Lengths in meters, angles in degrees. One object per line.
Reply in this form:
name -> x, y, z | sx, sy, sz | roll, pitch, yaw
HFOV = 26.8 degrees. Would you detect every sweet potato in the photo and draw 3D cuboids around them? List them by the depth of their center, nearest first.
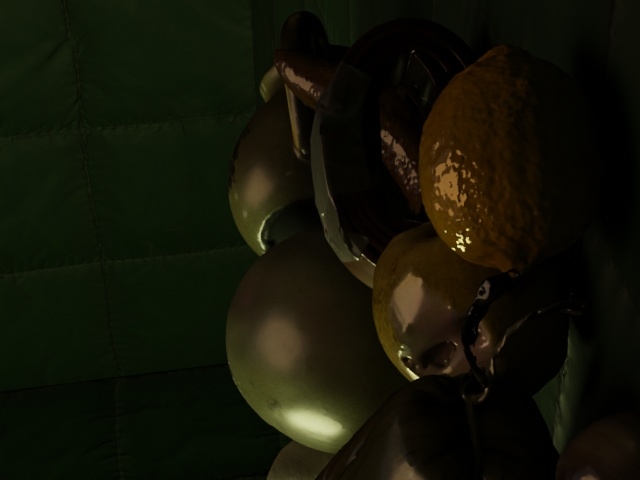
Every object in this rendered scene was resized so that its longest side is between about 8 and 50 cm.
sweet potato -> 0.076, -0.126, 1.461 | 0.341, 0.114, 0.092 | 49, 150, 34

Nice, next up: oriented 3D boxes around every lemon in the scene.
lemon -> 0.144, -0.064, 1.004 | 0.142, 0.142, 0.187 | 100, 172, -67

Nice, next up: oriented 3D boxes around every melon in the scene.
melon -> 0.026, 0.111, 1.560 | 0.330, 0.268, 0.268 | 164, 99, -68

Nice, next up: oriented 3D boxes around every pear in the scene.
pear -> 0.130, 0.060, 1.138 | 0.178, 0.178, 0.178 | 173, 90, -83

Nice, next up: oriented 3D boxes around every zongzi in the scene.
zongzi -> 0.020, 0.219, 1.075 | 0.447, 0.418, 0.181 | 73, -168, -53

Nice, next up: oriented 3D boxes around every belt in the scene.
belt -> 0.082, -0.079, 1.291 | 0.105, 0.184, 0.261 | 113, 164, -74

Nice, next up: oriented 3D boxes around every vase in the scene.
vase -> -0.002, -0.144, 1.701 | 0.329, 0.241, 0.302 | 77, -169, -50

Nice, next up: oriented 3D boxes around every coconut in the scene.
coconut -> 0.020, 0.404, 2.133 | 0.241, 0.241, 0.241 | 173, 90, -83

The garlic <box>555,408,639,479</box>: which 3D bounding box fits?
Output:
garlic -> 0.181, 0.229, 0.889 | 0.191, 0.160, 0.214 | 110, 150, -64
